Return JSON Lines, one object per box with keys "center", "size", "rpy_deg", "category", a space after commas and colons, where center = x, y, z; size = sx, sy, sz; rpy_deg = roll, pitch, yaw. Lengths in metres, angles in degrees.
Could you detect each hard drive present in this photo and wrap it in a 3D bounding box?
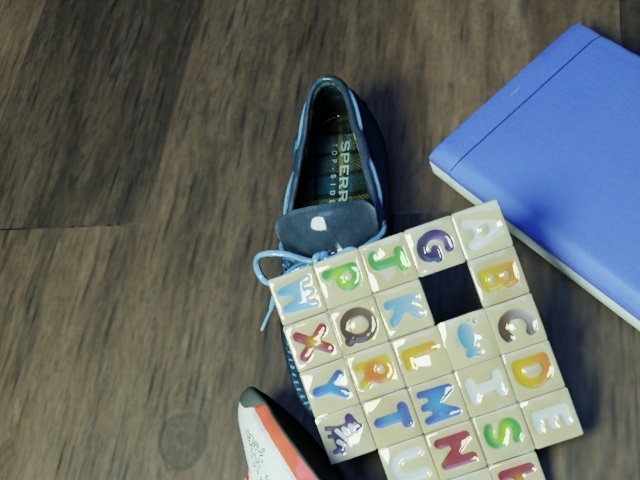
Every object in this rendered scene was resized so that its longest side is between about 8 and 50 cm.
{"center": [0.282, -0.053, 0.778], "size": [0.210, 0.040, 0.318], "rpy_deg": [-42, 56, -8], "category": "hard drive"}

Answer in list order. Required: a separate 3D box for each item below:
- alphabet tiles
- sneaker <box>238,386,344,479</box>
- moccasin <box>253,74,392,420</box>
{"center": [0.087, 0.111, 0.696], "size": [0.198, 0.009, 0.237], "rpy_deg": [-20, 86, 6], "category": "alphabet tiles"}
{"center": [-0.033, 0.245, 0.680], "size": [0.145, 0.090, 0.270], "rpy_deg": [-44, 50, 1], "category": "sneaker"}
{"center": [0.000, 0.000, 0.799], "size": [0.137, 0.117, 0.342], "rpy_deg": [-13, 57, 12], "category": "moccasin"}
